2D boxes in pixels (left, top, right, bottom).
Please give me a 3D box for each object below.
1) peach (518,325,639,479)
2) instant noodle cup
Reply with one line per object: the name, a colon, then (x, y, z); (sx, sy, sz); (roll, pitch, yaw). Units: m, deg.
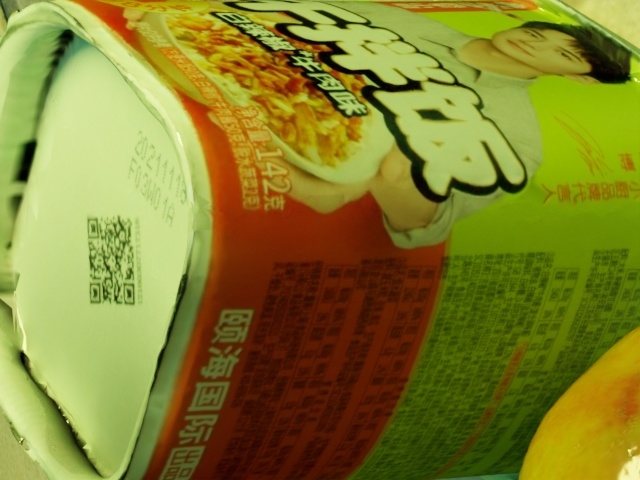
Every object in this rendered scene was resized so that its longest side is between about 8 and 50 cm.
peach: (0.169, 0.136, 0.555); (0.197, 0.197, 0.197); (3, 94, 52)
instant noodle cup: (0.000, 0.000, 0.655); (0.294, 0.308, 0.294); (4, 95, 52)
